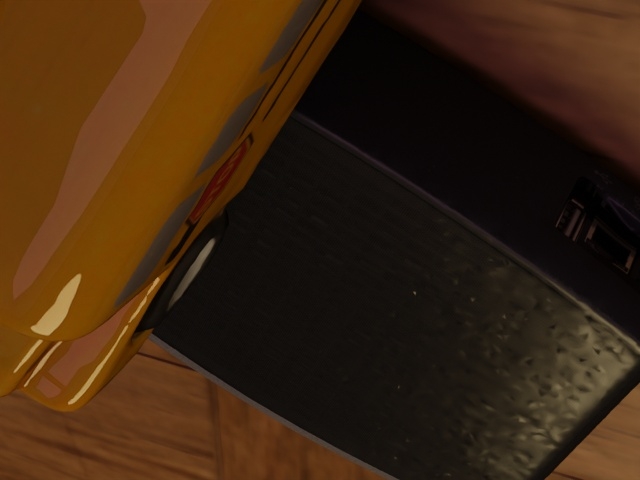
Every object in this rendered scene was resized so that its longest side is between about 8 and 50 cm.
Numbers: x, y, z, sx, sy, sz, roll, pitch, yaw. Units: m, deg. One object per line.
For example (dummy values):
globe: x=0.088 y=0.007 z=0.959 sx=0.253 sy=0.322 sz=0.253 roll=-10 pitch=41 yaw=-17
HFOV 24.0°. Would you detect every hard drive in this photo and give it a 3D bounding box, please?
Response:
hard drive: x=0.000 y=0.000 z=0.557 sx=0.254 sy=0.054 sz=0.172 roll=32 pitch=136 yaw=0

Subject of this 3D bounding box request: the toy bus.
toy bus: x=-0.040 y=-0.089 z=0.404 sx=0.108 sy=0.130 sz=0.333 roll=36 pitch=117 yaw=2
